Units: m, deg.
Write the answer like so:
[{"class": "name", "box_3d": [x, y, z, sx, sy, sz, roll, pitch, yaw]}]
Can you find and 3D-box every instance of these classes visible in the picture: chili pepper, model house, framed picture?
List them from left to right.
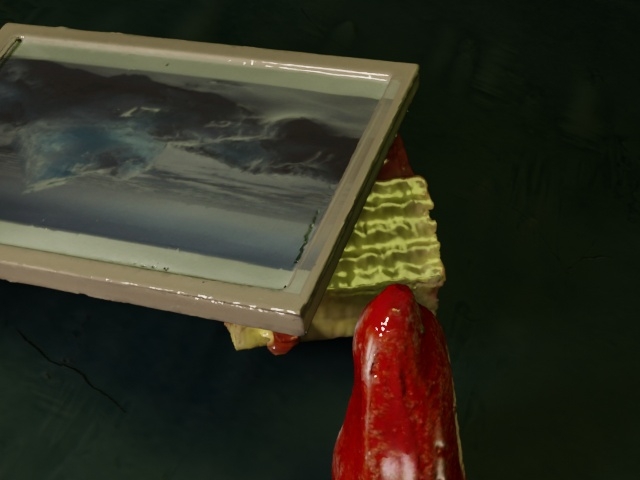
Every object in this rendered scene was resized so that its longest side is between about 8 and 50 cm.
[{"class": "framed picture", "box_3d": [-0.167, -0.078, 1.127, 0.446, 0.028, 0.326, 9, 46, 18]}, {"class": "model house", "box_3d": [0.000, 0.000, 1.169, 0.196, 0.160, 0.254, -4, 46, -10]}, {"class": "chili pepper", "box_3d": [0.066, 0.131, 0.998, 0.136, 0.252, 0.144, 26, 41, 37]}]
